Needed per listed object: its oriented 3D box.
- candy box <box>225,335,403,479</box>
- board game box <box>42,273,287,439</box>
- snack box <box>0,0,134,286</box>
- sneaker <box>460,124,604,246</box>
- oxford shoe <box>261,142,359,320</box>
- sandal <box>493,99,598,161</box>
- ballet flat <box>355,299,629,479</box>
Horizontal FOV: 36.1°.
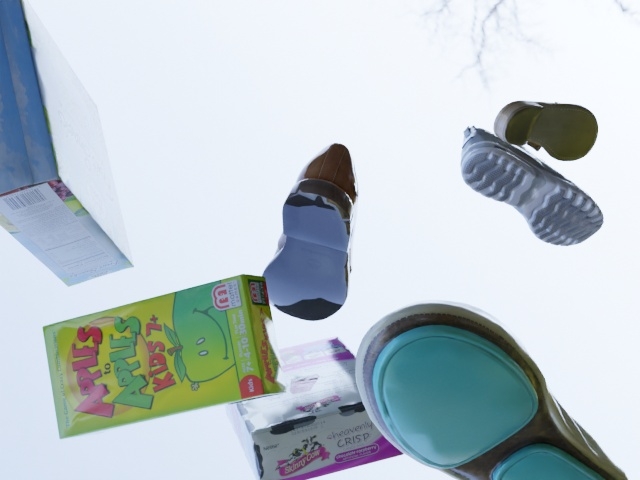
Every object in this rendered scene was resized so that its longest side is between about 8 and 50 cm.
[{"bbox_3d":[-0.019,0.187,1.112,0.159,0.233,0.071,-12,-77,-11],"label":"candy box"},{"bbox_3d":[-0.124,0.092,0.764,0.043,0.181,0.092,13,-117,-69],"label":"board game box"},{"bbox_3d":[-0.226,-0.076,0.806,0.207,0.070,0.174,73,180,-69],"label":"snack box"},{"bbox_3d":[0.327,-0.092,1.500,0.281,0.105,0.115,32,-146,-28],"label":"sneaker"},{"bbox_3d":[0.000,0.000,0.831,0.076,0.212,0.076,19,-125,0],"label":"oxford shoe"},{"bbox_3d":[0.315,-0.177,1.433,0.240,0.079,0.088,3,-61,-46],"label":"sandal"},{"bbox_3d":[0.089,0.091,0.532,0.248,0.086,0.086,48,-128,-37],"label":"ballet flat"}]
